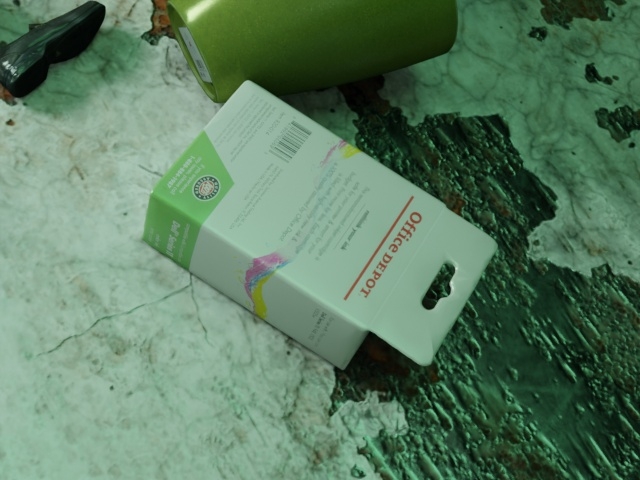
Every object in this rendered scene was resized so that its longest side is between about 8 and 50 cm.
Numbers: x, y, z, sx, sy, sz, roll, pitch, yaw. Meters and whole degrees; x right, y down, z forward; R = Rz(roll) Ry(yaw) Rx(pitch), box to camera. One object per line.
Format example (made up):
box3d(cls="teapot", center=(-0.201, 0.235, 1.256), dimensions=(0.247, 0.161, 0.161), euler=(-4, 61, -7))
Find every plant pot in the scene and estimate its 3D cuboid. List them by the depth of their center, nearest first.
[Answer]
box3d(cls="plant pot", center=(-0.028, -0.291, 1.364), dimensions=(0.293, 0.275, 0.275), euler=(-28, 72, -11))

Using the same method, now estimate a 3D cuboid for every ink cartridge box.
box3d(cls="ink cartridge box", center=(0.000, 0.000, 1.274), dimensions=(0.353, 0.119, 0.207), euler=(33, 58, 5))

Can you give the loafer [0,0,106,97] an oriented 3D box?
box3d(cls="loafer", center=(-0.332, -0.247, 1.350), dimensions=(0.061, 0.062, 0.170), euler=(37, 58, 12))
